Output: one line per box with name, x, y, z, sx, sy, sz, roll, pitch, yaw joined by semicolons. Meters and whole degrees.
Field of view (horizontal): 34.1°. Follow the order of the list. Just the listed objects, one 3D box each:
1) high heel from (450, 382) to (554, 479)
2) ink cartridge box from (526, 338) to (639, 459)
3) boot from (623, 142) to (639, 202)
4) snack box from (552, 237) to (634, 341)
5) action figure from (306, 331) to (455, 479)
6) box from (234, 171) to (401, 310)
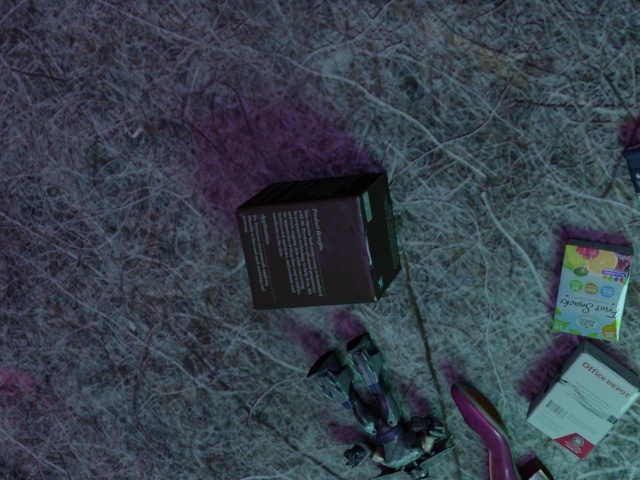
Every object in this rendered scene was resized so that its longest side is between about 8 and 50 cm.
high heel;0.263;0.343;1.685;0.117;0.082;0.244;-39;105;14
ink cartridge box;0.409;0.245;1.616;0.109;0.063;0.150;36;113;5
boot;0.526;-0.117;1.463;0.190;0.069;0.086;-18;103;24
snack box;0.412;0.074;1.577;0.100;0.037;0.141;10;110;15
action figure;0.100;0.299;1.716;0.185;0.099;0.285;-31;98;18
box;0.000;0.000;1.614;0.203;0.167;0.168;-5;104;19
